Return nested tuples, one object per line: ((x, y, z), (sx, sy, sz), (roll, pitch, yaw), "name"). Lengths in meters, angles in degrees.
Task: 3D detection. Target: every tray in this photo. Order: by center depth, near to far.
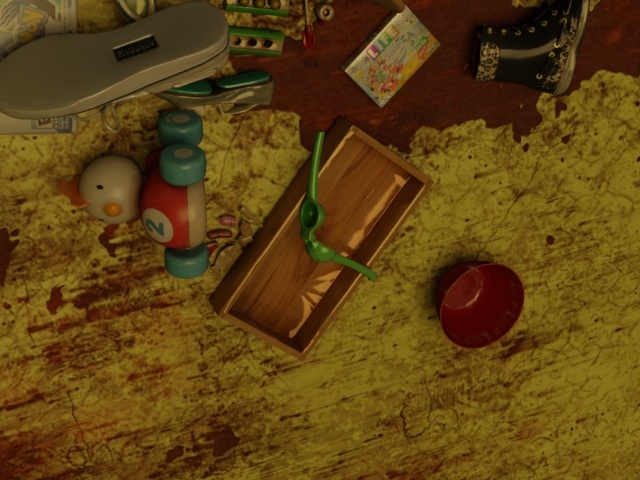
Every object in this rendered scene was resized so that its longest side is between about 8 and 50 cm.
((0.000, 0.000, 1.947), (0.203, 0.076, 0.411), (32, 99, -30), "tray")

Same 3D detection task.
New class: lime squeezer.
((0.013, -0.031, 1.865), (0.110, 0.059, 0.310), (-27, 119, -9), "lime squeezer")

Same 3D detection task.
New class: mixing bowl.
((0.294, 0.110, 2.098), (0.182, 0.098, 0.181), (-8, 114, -18), "mixing bowl")

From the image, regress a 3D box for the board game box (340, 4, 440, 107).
((0.122, -0.322, 1.882), (0.154, 0.026, 0.103), (-47, 120, 3), "board game box")

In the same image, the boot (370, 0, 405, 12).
((0.079, -0.524, 1.691), (0.295, 0.104, 0.211), (42, 80, -11), "boot")

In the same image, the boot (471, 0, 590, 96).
((0.370, -0.378, 1.904), (0.179, 0.085, 0.236), (6, 110, -4), "boot")

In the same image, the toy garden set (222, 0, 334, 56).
((-0.049, -0.416, 1.758), (0.204, 0.049, 0.244), (1, 112, -22), "toy garden set")

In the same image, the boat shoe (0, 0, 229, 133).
((-0.312, -0.249, 1.651), (0.367, 0.135, 0.156), (-21, 158, -8), "boat shoe")

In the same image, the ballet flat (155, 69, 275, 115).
((-0.177, -0.236, 1.775), (0.213, 0.072, 0.068), (-7, 125, -18), "ballet flat")

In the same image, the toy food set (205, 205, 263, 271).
((-0.165, -0.008, 1.909), (0.122, 0.019, 0.078), (-41, 121, 8), "toy food set")

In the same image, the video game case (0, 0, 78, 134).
((-0.517, -0.318, 1.620), (0.300, 0.036, 0.328), (-4, 114, -21), "video game case")

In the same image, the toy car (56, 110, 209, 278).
((-0.303, -0.070, 1.734), (0.238, 0.210, 0.219), (-3, 125, -7), "toy car")

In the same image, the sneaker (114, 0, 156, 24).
((-0.297, -0.418, 1.638), (0.080, 0.081, 0.211), (-29, 120, -8), "sneaker")
